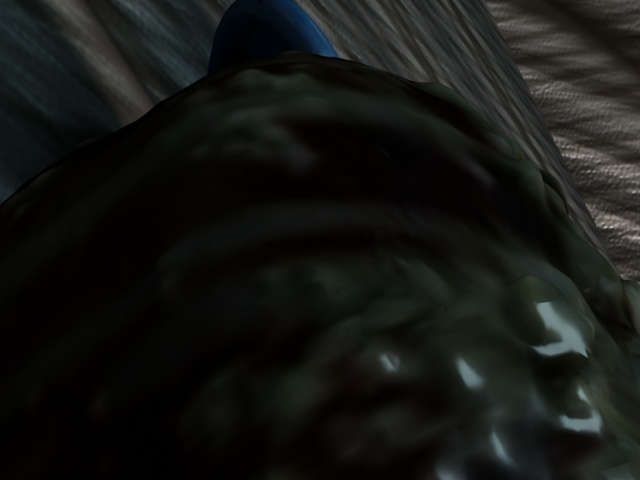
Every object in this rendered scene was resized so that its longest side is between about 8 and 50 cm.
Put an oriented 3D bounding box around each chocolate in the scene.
[{"bbox_3d":[0.010,0.074,0.512,0.225,0.210,0.340,27,32,-33],"label":"chocolate"}]

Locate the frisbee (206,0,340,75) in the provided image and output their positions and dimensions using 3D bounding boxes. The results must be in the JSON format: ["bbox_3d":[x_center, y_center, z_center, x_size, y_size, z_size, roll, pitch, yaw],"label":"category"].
[{"bbox_3d":[0.000,0.000,0.777,0.242,0.045,0.242,167,-90,-72],"label":"frisbee"}]
